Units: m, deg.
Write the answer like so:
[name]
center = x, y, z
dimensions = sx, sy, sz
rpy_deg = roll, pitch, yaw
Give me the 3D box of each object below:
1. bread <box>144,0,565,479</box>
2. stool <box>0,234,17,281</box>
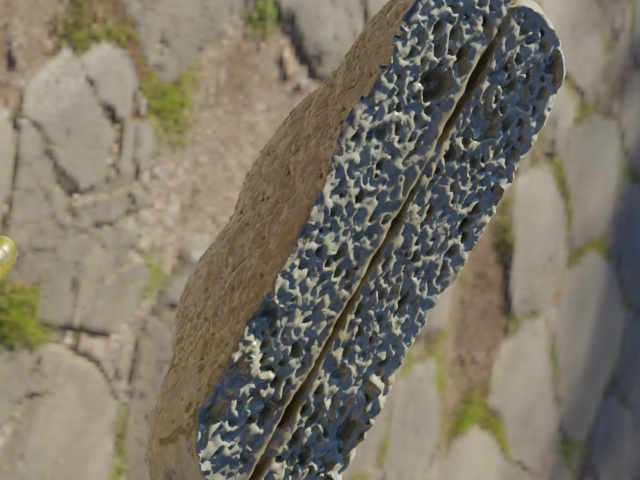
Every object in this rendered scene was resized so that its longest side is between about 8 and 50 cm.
[bread]
center = 0.005, 0.003, 0.863
dimensions = 0.102, 0.183, 0.337
rpy_deg = 33, 78, -15
[stool]
center = -0.243, 0.036, 0.853
dimensions = 0.110, 0.135, 0.134
rpy_deg = -70, 145, -68
